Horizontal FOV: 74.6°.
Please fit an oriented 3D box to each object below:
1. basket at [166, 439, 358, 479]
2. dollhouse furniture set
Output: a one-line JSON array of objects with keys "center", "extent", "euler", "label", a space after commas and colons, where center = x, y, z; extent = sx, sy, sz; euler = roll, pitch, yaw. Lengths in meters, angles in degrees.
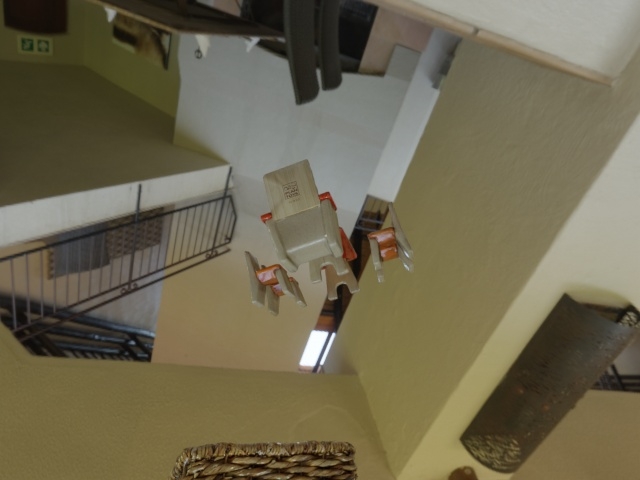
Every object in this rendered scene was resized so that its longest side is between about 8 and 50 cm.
[{"center": [-0.100, 0.442, 0.651], "extent": [0.299, 0.213, 0.223], "euler": [11, -124, -28], "label": "basket"}, {"center": [0.000, 0.000, 0.675], "extent": [0.261, 0.259, 0.135], "euler": [-19, -114, 7], "label": "dollhouse furniture set"}]
